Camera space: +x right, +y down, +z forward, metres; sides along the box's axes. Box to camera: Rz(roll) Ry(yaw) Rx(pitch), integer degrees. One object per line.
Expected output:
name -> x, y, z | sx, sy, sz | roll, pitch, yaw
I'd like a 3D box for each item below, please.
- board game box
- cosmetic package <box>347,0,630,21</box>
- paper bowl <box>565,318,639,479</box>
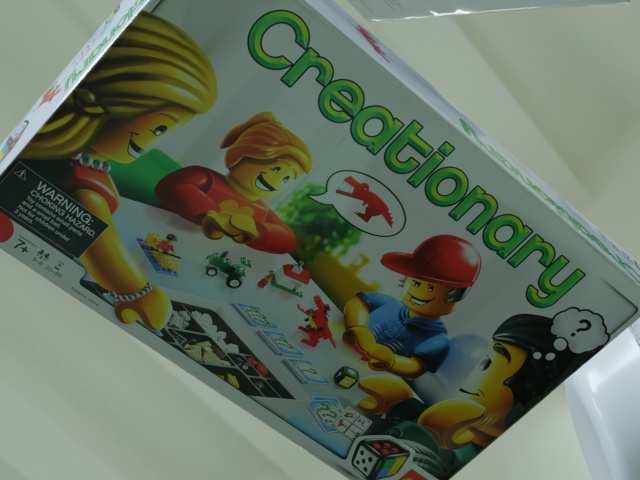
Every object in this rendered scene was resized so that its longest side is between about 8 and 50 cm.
board game box -> 0.000, 0.000, 0.639 | 0.305, 0.053, 0.193 | 37, -69, -22
cosmetic package -> 0.138, -0.350, 1.257 | 0.217, 0.385, 0.156 | 39, -110, -37
paper bowl -> 0.338, 0.190, 1.212 | 0.148, 0.284, 0.284 | -19, -68, 0
